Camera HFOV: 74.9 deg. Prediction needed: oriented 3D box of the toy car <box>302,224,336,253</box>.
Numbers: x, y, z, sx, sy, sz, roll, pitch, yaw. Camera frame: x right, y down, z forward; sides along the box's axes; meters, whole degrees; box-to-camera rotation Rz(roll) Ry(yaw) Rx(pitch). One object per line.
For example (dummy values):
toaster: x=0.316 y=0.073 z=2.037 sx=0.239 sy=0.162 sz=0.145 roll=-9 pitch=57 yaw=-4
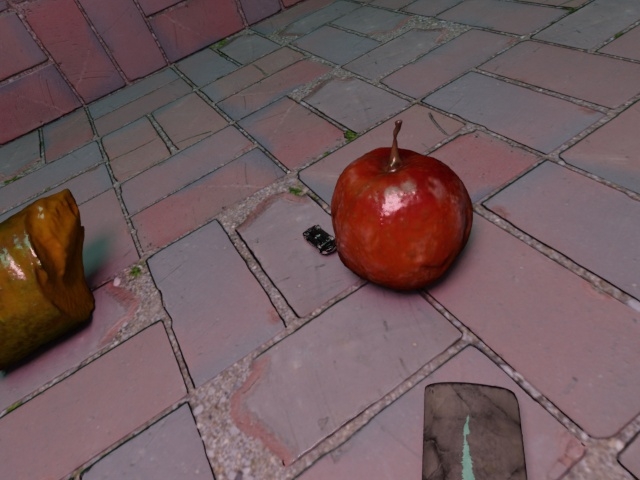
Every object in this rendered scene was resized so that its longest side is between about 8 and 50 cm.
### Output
toy car: x=0.000 y=0.000 z=0.827 sx=0.041 sy=0.025 sz=0.093 roll=-35 pitch=42 yaw=-12

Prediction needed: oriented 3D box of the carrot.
carrot: x=-0.571 y=0.089 z=0.802 sx=0.341 sy=0.241 sz=0.241 roll=-35 pitch=45 yaw=-10

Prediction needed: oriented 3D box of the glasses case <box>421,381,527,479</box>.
glasses case: x=0.163 y=0.303 z=0.442 sx=0.114 sy=0.060 sz=0.299 roll=-2 pitch=46 yaw=18

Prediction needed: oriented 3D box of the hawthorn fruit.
hawthorn fruit: x=0.121 y=-0.062 z=0.667 sx=0.242 sy=0.271 sz=0.241 roll=-6 pitch=45 yaw=6
